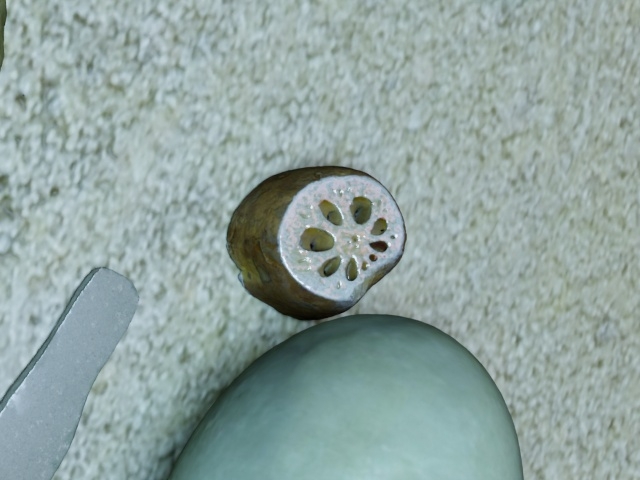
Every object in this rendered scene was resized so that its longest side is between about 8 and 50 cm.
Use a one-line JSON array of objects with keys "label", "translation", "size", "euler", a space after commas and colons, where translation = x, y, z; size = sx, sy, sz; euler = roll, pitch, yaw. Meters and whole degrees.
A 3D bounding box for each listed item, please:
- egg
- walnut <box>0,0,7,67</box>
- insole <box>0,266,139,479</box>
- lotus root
[{"label": "egg", "translation": [0.006, 0.219, 1.188], "size": [0.258, 0.258, 0.352], "euler": [33, 74, -23]}, {"label": "walnut", "translation": [-0.327, -0.112, 1.034], "size": [0.283, 0.227, 0.283], "euler": [-10, 109, -33]}, {"label": "insole", "translation": [-0.191, 0.108, 1.226], "size": [0.063, 0.010, 0.192], "euler": [32, 78, -24]}, {"label": "lotus root", "translation": [-0.002, -0.002, 1.278], "size": [0.122, 0.081, 0.112], "euler": [-41, 101, -18]}]
